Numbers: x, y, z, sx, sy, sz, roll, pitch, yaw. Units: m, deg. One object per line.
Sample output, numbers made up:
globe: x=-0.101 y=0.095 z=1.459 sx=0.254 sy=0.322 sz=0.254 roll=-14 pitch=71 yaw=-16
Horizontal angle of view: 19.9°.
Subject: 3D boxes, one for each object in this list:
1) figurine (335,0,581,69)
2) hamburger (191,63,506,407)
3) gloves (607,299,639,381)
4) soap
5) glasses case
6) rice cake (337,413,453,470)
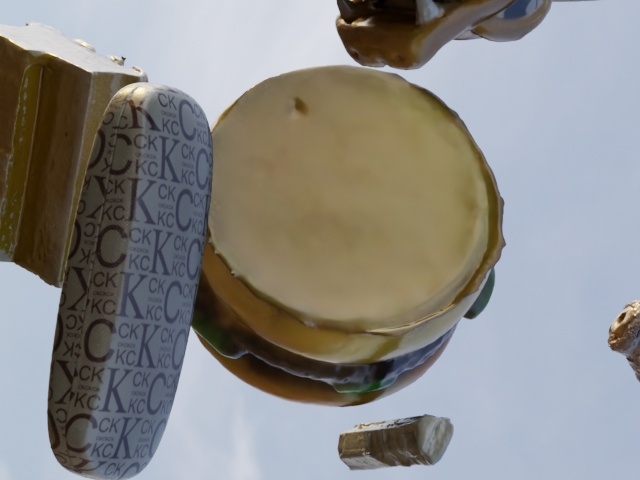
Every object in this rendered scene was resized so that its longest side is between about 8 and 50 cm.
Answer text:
figurine: x=0.123 y=-0.364 z=1.523 sx=0.268 sy=0.401 sz=0.387 roll=-128 pitch=-156 yaw=-70
hamburger: x=0.000 y=0.000 z=2.174 sx=0.277 sy=0.396 sz=0.396 roll=113 pitch=-39 yaw=-62
gloves: x=0.445 y=0.141 z=2.367 sx=0.094 sy=0.144 sz=0.110 roll=-140 pitch=-116 yaw=-78
soap: x=-0.334 y=-0.105 z=2.223 sx=0.259 sy=0.143 sz=0.281 roll=25 pitch=-71 yaw=41
glasses case: x=-0.166 y=0.036 z=1.614 sx=0.085 sy=0.137 sz=0.354 roll=7 pitch=-98 yaw=25
rice cake: x=0.085 y=0.241 z=2.159 sx=0.256 sy=0.052 sz=0.057 roll=157 pitch=-50 yaw=-68
